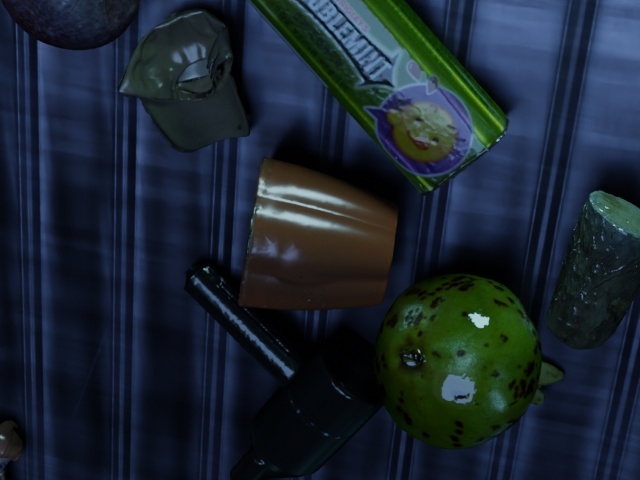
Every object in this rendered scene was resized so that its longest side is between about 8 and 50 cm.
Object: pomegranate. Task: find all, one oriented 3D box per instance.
[{"bbox_3d":[0.179,0.149,1.855,0.211,0.211,0.263,-34,148,31],"label":"pomegranate"}]

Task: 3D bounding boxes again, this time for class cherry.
[{"bbox_3d":[-0.298,-0.298,1.775,0.176,0.140,0.176,15,136,15],"label":"cherry"}]

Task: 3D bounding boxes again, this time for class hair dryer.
[{"bbox_3d":[-0.086,0.168,2.004,0.302,0.116,0.244,45,123,4],"label":"hair dryer"}]

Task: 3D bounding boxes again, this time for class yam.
[{"bbox_3d":[0.325,0.033,1.777,0.107,0.107,0.183,21,125,6],"label":"yam"}]

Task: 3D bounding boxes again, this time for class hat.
[{"bbox_3d":[-0.153,-0.185,1.842,0.147,0.085,0.175,-12,137,12],"label":"hat"}]

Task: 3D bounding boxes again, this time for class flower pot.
[{"bbox_3d":[0.000,0.000,1.835,0.173,0.191,0.191,8,121,-1],"label":"flower pot"}]

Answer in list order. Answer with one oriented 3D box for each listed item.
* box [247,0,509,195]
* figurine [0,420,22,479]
[{"bbox_3d":[0.051,-0.217,1.729,0.134,0.097,0.345,-36,102,29],"label":"box"},{"bbox_3d":[-0.493,0.321,2.222,0.126,0.114,0.157,21,96,-30],"label":"figurine"}]
